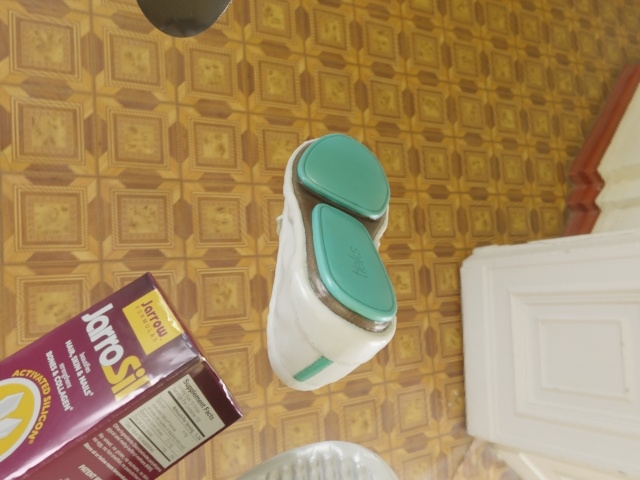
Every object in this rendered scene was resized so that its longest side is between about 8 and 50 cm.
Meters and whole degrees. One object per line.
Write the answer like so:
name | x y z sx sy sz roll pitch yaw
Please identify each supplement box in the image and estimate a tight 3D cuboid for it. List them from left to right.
supplement box | -0.164 0.121 0.368 0.188 0.104 0.080 -33 135 -16

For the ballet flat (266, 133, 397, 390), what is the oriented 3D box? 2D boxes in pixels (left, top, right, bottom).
ballet flat | 0.000 0.000 0.593 0.139 0.139 0.400 43 23 -20

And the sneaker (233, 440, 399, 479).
sneaker | -0.059 0.276 0.417 0.321 0.126 0.127 -41 148 2

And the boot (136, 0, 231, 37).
boot | -0.049 -0.321 0.499 0.305 0.115 0.112 -37 118 16
